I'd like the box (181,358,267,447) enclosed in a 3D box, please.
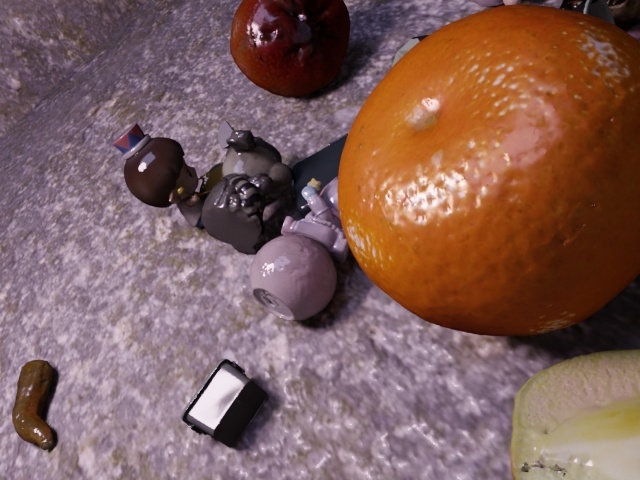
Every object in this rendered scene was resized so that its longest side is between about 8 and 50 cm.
[{"bbox_3d":[-0.145,0.254,1.001,0.069,0.084,0.122,20,68,40],"label":"box"}]

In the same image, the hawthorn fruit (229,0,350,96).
[{"bbox_3d":[-0.067,-0.479,1.512,0.295,0.295,0.311,-30,16,12],"label":"hawthorn fruit"}]

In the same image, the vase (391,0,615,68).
[{"bbox_3d":[0.293,-0.302,1.088,0.360,0.165,0.165,-4,50,45],"label":"vase"}]

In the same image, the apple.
[{"bbox_3d":[0.332,0.201,0.642,0.265,0.120,0.193,-6,37,32],"label":"apple"}]

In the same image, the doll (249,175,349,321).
[{"bbox_3d":[0.000,0.000,1.093,0.151,0.151,0.287,8,52,43],"label":"doll"}]

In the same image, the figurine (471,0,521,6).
[{"bbox_3d":[0.408,-0.556,1.301,0.276,0.133,0.200,-3,80,32],"label":"figurine"}]

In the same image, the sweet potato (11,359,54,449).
[{"bbox_3d":[-0.573,0.329,1.290,0.081,0.062,0.233,-34,42,5],"label":"sweet potato"}]

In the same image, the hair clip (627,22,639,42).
[{"bbox_3d":[0.475,-0.228,0.974,0.173,0.069,0.300,9,49,42],"label":"hair clip"}]

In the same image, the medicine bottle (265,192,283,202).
[{"bbox_3d":[-0.124,-0.099,1.350,0.083,0.047,0.047,-26,40,16],"label":"medicine bottle"}]

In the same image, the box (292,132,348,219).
[{"bbox_3d":[0.054,-0.138,1.242,0.230,0.050,0.160,-28,40,16],"label":"box"}]

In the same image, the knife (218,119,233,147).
[{"bbox_3d":[-0.222,-0.249,1.596,0.058,0.032,0.244,-49,34,2],"label":"knife"}]

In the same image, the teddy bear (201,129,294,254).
[{"bbox_3d":[-0.133,-0.117,1.243,0.144,0.171,0.251,12,71,9],"label":"teddy bear"}]

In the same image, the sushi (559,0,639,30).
[{"bbox_3d":[0.494,-0.439,1.058,0.225,0.238,0.218,31,120,42],"label":"sushi"}]

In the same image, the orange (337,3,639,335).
[{"bbox_3d":[0.229,-0.077,0.809,0.424,0.326,0.424,-27,48,34],"label":"orange"}]

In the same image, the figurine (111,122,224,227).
[{"bbox_3d":[-0.310,-0.137,1.365,0.158,0.275,0.161,-55,40,7],"label":"figurine"}]
